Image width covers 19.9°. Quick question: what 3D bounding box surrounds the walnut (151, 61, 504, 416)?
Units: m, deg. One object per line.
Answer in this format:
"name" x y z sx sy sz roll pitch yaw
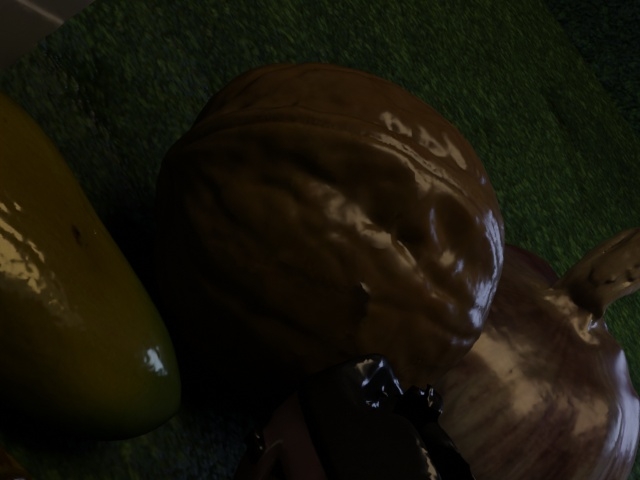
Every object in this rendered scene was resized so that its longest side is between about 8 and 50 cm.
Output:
"walnut" 0.000 0.000 1.119 0.228 0.228 0.228 45 23 -26

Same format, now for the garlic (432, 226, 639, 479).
"garlic" 0.160 0.072 1.304 0.245 0.253 0.245 49 13 -15

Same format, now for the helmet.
"helmet" 0.040 0.190 1.006 0.198 0.154 0.253 -113 -179 -68

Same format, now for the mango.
"mango" -0.158 0.012 0.917 0.237 0.091 0.137 53 27 -7

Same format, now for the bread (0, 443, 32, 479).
"bread" -0.157 0.119 0.807 0.066 0.060 0.110 -39 94 -39

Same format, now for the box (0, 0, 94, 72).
"box" -0.256 -0.237 1.040 0.194 0.111 0.260 26 34 -53
